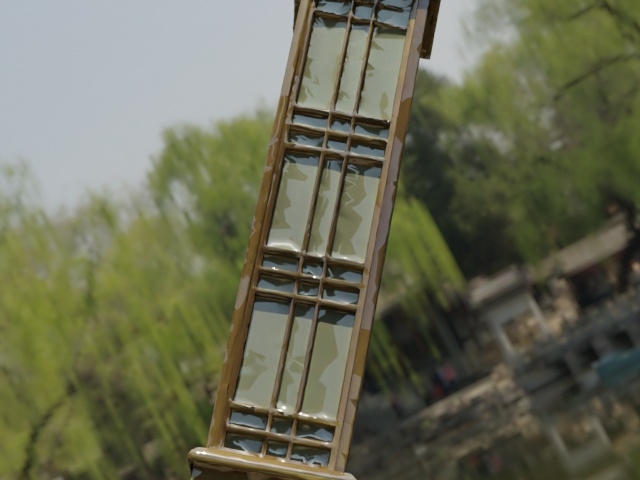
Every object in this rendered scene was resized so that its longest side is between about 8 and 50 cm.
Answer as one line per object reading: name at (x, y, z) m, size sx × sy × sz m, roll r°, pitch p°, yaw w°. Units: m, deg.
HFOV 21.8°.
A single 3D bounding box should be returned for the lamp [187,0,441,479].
lamp at (0.000, 0.000, 0.919) m, size 0.089 × 0.325 × 0.090 m, roll 11°, pitch -26°, yaw 2°
